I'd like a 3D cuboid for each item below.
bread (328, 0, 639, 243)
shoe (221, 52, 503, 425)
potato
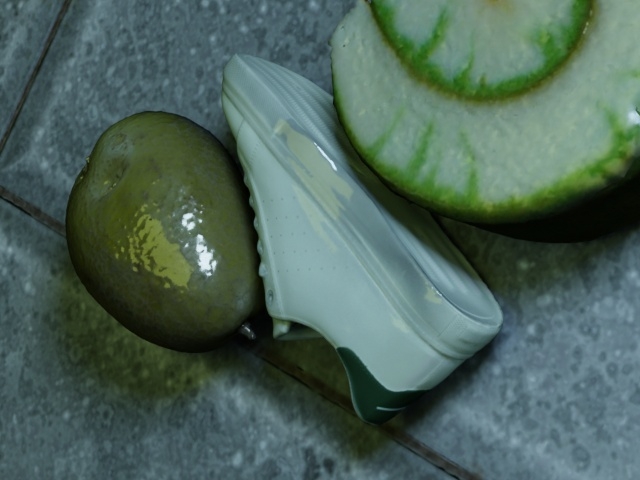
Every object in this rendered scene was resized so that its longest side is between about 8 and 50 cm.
[{"bbox_3d":[0.177,-0.181,1.589,0.382,0.129,0.366,-25,69,27],"label":"bread"},{"bbox_3d":[0.000,0.000,1.684,0.160,0.132,0.363,-51,58,21],"label":"shoe"},{"bbox_3d":[-0.134,0.001,1.760,0.251,0.159,0.174,53,134,24],"label":"potato"}]
